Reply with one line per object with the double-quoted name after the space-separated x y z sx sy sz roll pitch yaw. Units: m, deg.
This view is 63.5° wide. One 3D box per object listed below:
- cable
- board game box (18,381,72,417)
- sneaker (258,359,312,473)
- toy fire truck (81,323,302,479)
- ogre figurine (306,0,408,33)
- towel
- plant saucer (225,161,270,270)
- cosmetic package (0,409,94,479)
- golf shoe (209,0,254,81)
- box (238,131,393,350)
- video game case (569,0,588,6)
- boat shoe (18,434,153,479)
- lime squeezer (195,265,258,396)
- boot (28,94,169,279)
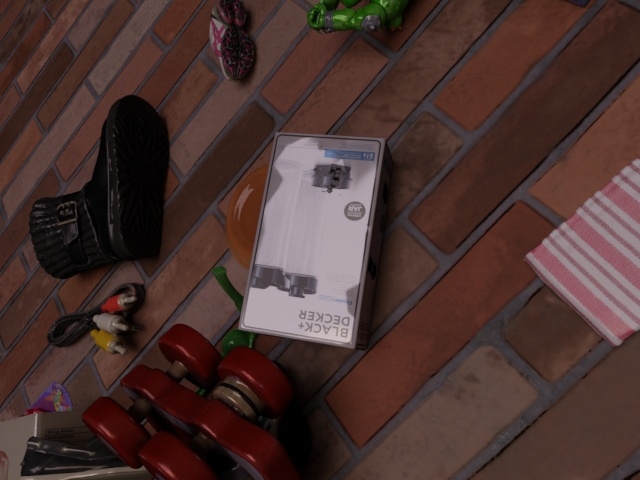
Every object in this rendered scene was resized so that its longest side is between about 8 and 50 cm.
-0.442 0.145 0.997 0.288 0.072 0.139 -4 69 31 "cable"
-0.560 0.369 1.028 0.169 0.033 0.133 -45 58 13 "board game box"
-0.066 0.260 0.756 0.075 0.057 0.161 -39 65 47 "sneaker"
-0.139 0.268 0.682 0.302 0.253 0.169 10 44 38 "toy fire truck"
0.080 -0.384 0.810 0.118 0.096 0.197 35 51 29 "ogre figurine"
0.354 0.006 0.582 0.197 0.029 0.144 -45 59 16 "towel"
-0.083 -0.042 0.853 0.200 0.037 0.199 -9 71 29 "plant saucer"
-0.449 0.446 0.869 0.129 0.153 0.295 -19 66 28 "cosmetic package"
-0.175 -0.377 0.995 0.086 0.068 0.185 -33 59 50 "golf shoe"
0.000 0.000 0.736 0.169 0.087 0.289 8 80 15 "box"
0.227 -0.433 0.635 0.061 0.270 0.244 -51 58 7 "video game case"
-0.338 0.339 0.811 0.084 0.233 0.079 114 155 -52 "boat shoe"
-0.139 0.154 0.800 0.059 0.110 0.310 33 126 18 "lime squeezer"
-0.449 -0.104 1.036 0.260 0.131 0.347 -9 72 29 "boot"
